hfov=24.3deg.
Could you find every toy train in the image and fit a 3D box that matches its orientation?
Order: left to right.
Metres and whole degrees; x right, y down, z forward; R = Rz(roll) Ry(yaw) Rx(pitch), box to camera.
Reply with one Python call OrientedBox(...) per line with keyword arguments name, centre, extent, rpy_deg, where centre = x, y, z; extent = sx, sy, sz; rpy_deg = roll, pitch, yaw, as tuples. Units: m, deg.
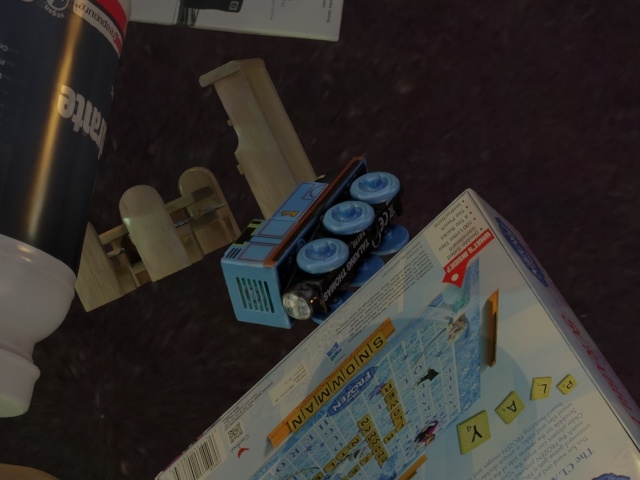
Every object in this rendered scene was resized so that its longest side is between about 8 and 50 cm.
OrientedBox(name="toy train", centre=(0.000, 0.000, 1.224), extent=(0.105, 0.080, 0.184), rpy_deg=(8, 39, 27))

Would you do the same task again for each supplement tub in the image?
OrientedBox(name="supplement tub", centre=(-0.223, -0.049, 0.853), extent=(0.191, 0.191, 0.272), rpy_deg=(11, 75, -7))

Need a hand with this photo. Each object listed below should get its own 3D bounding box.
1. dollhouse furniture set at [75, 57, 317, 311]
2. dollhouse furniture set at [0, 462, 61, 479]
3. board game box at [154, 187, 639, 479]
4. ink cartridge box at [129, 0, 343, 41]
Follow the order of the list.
OrientedBox(name="dollhouse furniture set", centre=(-0.143, -0.060, 1.502), extent=(0.242, 0.212, 0.161), rpy_deg=(-24, 93, 14))
OrientedBox(name="dollhouse furniture set", centre=(-0.347, 0.430, 1.592), extent=(0.394, 0.256, 0.362), rpy_deg=(26, 90, 32))
OrientedBox(name="board game box", centre=(0.053, 0.171, 0.940), extent=(0.319, 0.318, 0.066), rpy_deg=(-43, 127, 14))
OrientedBox(name="ink cartridge box", centre=(-0.141, -0.313, 1.732), extent=(0.308, 0.223, 0.129), rpy_deg=(5, 100, -12))
